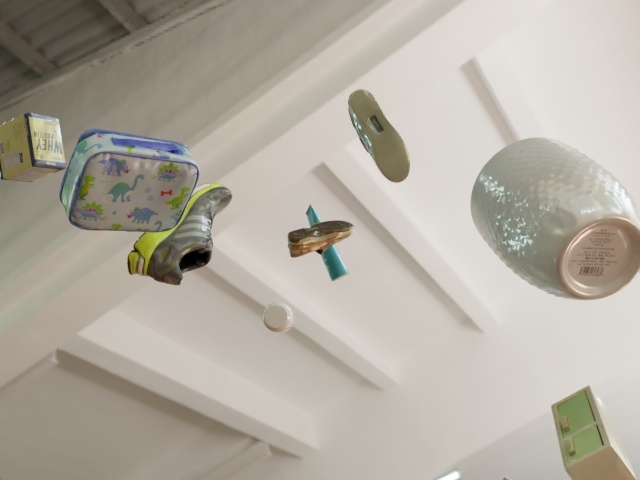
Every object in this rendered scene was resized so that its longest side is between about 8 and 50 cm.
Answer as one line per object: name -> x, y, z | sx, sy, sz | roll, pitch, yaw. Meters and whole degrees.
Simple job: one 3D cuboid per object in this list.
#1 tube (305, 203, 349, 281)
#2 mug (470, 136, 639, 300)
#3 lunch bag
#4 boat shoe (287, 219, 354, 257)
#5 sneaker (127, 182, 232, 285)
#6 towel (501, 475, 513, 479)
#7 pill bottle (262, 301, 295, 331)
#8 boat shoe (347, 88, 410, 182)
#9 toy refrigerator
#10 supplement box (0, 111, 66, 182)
tube -> 0.011, 0.006, 1.728 | 0.052, 0.207, 0.080 | -21, -11, -21
mug -> 0.530, -0.021, 1.316 | 0.374, 0.328, 0.276 | 15, -69, -13
lunch bag -> -0.335, -0.105, 1.157 | 0.219, 0.090, 0.176 | 2, -51, -40
boat shoe -> 0.000, 0.000, 1.601 | 0.190, 0.068, 0.072 | -12, -64, -30
sneaker -> -0.265, -0.008, 1.359 | 0.121, 0.300, 0.111 | 29, -40, 10
towel -> 0.322, 0.615, 1.178 | 0.325, 0.248, 0.038 | -45, -58, -12
pill bottle -> -0.118, 0.218, 1.844 | 0.086, 0.086, 0.152 | -19, -9, -2
boat shoe -> 0.131, -0.234, 1.474 | 0.079, 0.081, 0.227 | -28, -88, -4
toy refrigerator -> 0.556, 0.409, 1.350 | 0.102, 0.269, 0.094 | -36, -88, 19
supplement box -> -0.443, -0.140, 0.990 | 0.083, 0.083, 0.056 | -14, -6, 27
